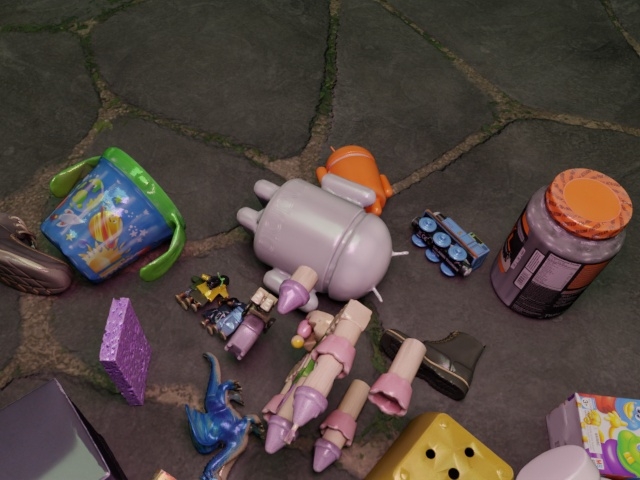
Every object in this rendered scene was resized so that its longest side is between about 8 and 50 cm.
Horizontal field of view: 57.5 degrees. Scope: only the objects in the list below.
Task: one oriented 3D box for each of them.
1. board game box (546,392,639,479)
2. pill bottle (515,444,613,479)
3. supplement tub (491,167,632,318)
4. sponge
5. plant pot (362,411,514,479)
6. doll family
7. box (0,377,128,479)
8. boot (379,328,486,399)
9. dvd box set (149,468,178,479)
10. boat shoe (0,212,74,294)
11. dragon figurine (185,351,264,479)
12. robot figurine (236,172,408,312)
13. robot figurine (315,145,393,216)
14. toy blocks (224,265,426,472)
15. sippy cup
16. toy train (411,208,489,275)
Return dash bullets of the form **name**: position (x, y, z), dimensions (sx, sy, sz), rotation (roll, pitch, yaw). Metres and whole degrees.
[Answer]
- **board game box**: position (0.580, 0.380, 1.059), dimensions (0.276, 0.142, 0.144), rotation (6, 55, -1)
- **pill bottle**: position (0.439, 0.483, 0.904), dimensions (0.169, 0.169, 0.301), rotation (-30, 85, -23)
- **supplement tub**: position (0.490, 0.011, 1.204), dimensions (0.194, 0.316, 0.193), rotation (3, 54, -4)
- **sponge**: position (-0.347, 0.205, 1.053), dimensions (0.031, 0.210, 0.117), rotation (1, 54, -2)
- **plant pot**: position (0.199, 0.411, 0.974), dimensions (0.212, 0.187, 0.212), rotation (38, 60, 19)
- **doll family**: position (-0.206, 0.127, 1.209), dimensions (0.193, 0.076, 0.111), rotation (42, 57, 16)
- **box**: position (-0.450, 0.400, 0.855), dimensions (0.296, 0.294, 0.182), rotation (-32, 63, -24)
- **boot**: position (0.232, 0.215, 1.193), dimensions (0.198, 0.077, 0.137), rotation (37, 54, 4)
- **dvd box set**: position (-0.236, 0.593, 0.813), dimensions (0.308, 0.062, 0.420), rotation (39, 58, -8)
- **boat shoe**: position (-0.667, 0.001, 1.215), dimensions (0.356, 0.132, 0.130), rotation (19, 56, 7)
- **dragon figurine**: position (-0.197, 0.329, 1.056), dimensions (0.144, 0.085, 0.289), rotation (-25, 62, -21)
- **robot figurine**: position (0.000, 0.000, 1.235), dimensions (0.354, 0.200, 0.299), rotation (26, 81, 13)
- **robot figurine**: position (0.083, -0.134, 1.384), dimensions (0.158, 0.128, 0.219), rotation (-18, 57, 8)
- **toy blocks**: position (-0.041, 0.244, 0.981), dimensions (0.309, 0.288, 0.260), rotation (36, 53, 1)
- **sippy cup**: position (-0.442, -0.038, 1.221), dimensions (0.224, 0.240, 0.306), rotation (-45, 30, -18)
- **toy train**: position (0.292, 0.004, 1.340), dimensions (0.105, 0.080, 0.184), rotation (-24, 58, -31)
